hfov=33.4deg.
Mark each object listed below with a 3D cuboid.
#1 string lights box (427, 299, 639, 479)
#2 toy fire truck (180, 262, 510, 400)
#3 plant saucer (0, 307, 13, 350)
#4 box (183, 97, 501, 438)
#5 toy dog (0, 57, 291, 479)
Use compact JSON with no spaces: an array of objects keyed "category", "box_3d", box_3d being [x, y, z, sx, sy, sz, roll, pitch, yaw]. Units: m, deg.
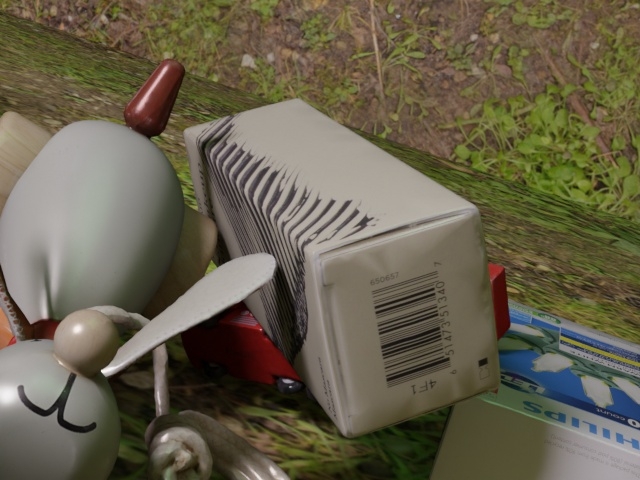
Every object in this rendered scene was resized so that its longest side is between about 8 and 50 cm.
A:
[{"category":"string lights box","box_3d":[0.159,0.120,0.741,0.133,0.077,0.259,19,13,9]},{"category":"toy fire truck","box_3d":[0.016,0.052,0.721,0.192,0.047,0.135,6,27,35]},{"category":"plant saucer","box_3d":[-0.244,0.051,0.610,0.199,0.037,0.200,17,13,-4]},{"category":"box","box_3d":[0.000,0.000,0.644,0.094,0.113,0.275,-17,22,-15]},{"category":"toy dog","box_3d":[-0.110,-0.003,0.571,0.220,0.161,0.334,20,18,-37]}]
